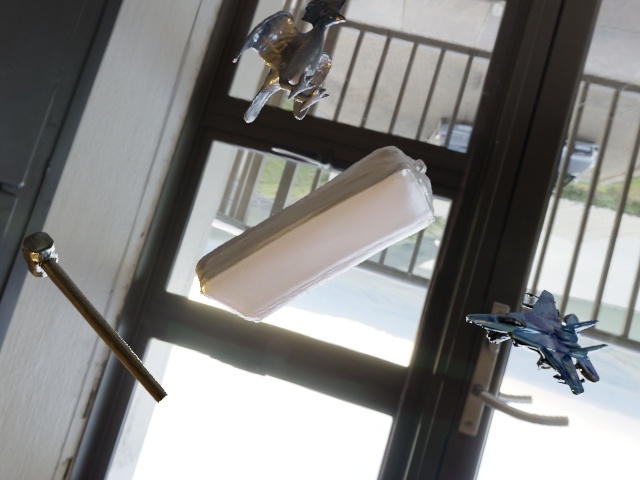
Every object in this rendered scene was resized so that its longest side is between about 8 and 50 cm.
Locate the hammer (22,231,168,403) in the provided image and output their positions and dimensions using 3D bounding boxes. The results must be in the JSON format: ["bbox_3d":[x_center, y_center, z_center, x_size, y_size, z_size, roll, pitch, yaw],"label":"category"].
[{"bbox_3d":[-0.400,0.147,0.833,0.365,0.043,0.111,49,141,3],"label":"hammer"}]

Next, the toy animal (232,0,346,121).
[{"bbox_3d":[-0.045,-0.317,0.839,0.255,0.176,0.239,-27,153,18],"label":"toy animal"}]

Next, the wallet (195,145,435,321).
[{"bbox_3d":[0.000,0.000,0.358,0.095,0.190,0.033,42,-160,-53],"label":"wallet"}]

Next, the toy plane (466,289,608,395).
[{"bbox_3d":[0.313,0.141,0.696,0.246,0.169,0.078,10,144,-15],"label":"toy plane"}]
